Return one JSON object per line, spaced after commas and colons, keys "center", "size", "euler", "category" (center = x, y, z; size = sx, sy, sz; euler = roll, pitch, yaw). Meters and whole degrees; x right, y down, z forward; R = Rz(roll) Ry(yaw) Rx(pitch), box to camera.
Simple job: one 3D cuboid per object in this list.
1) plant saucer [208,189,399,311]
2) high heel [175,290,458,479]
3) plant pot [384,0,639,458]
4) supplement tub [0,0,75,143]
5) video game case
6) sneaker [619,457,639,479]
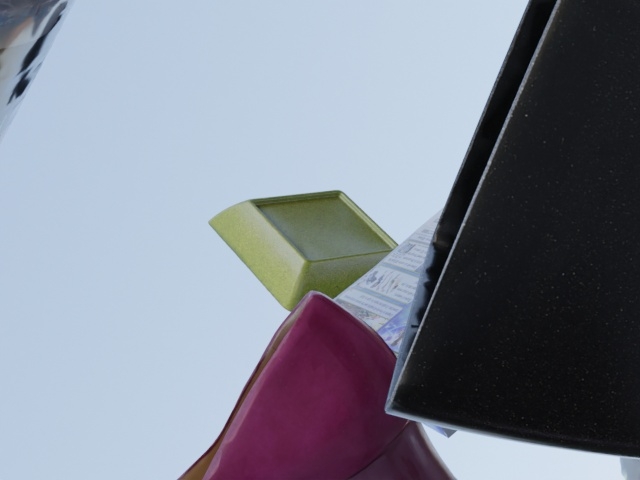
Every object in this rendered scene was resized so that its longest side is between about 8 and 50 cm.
{"center": [0.000, 0.000, 1.515], "size": [0.188, 0.188, 0.045], "euler": [-8, -53, -34], "category": "plant saucer"}
{"center": [-0.108, 0.163, 0.876], "size": [0.377, 0.127, 0.181], "euler": [-27, -65, 12], "category": "high heel"}
{"center": [0.143, -0.016, 0.541], "size": [0.187, 0.167, 0.188], "euler": [-63, -5, -67], "category": "plant pot"}
{"center": [-0.298, -0.124, 0.892], "size": [0.207, 0.207, 0.338], "euler": [-16, -25, -44], "category": "supplement tub"}
{"center": [0.130, 0.042, 1.163], "size": [0.244, 0.269, 0.061], "euler": [-38, -73, -11], "category": "video game case"}
{"center": [0.391, 0.232, 1.275], "size": [0.384, 0.145, 0.147], "euler": [14, -104, -43], "category": "sneaker"}
